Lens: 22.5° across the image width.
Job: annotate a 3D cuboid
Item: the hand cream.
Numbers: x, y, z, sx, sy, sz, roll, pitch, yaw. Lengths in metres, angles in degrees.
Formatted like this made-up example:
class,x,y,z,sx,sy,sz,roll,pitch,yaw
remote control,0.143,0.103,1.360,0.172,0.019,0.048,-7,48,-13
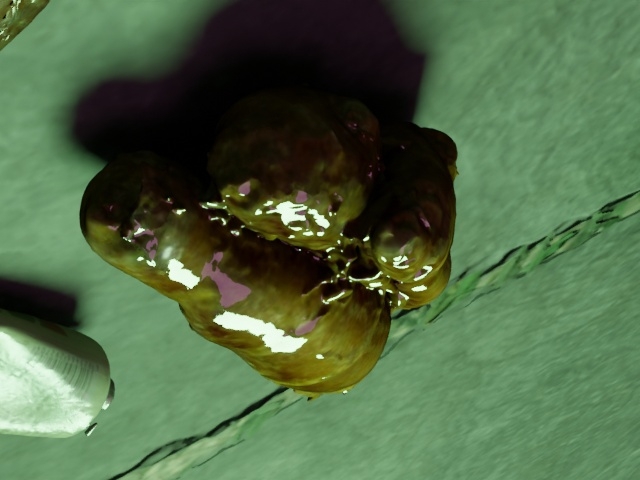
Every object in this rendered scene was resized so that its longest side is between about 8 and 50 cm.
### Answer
class,x,y,z,sx,sy,sz,roll,pitch,yaw
hand cream,-0.127,0.037,0.507,0.057,0.037,0.165,-43,145,22

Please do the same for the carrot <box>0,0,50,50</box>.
class,x,y,z,sx,sy,sz,roll,pitch,yaw
carrot,-0.048,-0.093,0.333,0.161,0.055,0.055,-39,153,9

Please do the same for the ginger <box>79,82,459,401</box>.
class,x,y,z,sx,sy,sz,roll,pitch,yaw
ginger,0.000,0.000,0.521,0.103,0.073,0.162,-38,153,10
